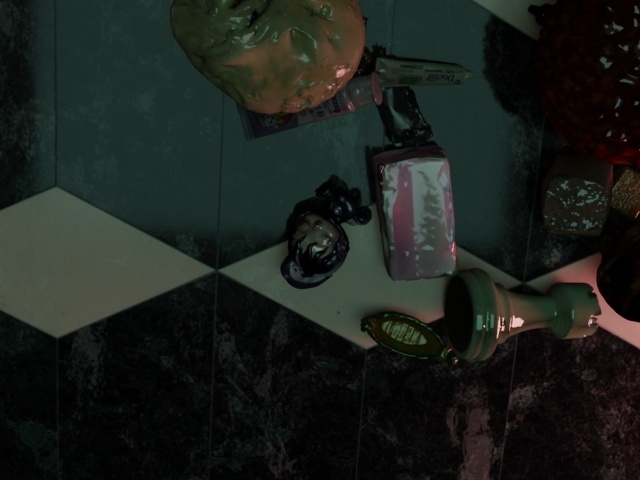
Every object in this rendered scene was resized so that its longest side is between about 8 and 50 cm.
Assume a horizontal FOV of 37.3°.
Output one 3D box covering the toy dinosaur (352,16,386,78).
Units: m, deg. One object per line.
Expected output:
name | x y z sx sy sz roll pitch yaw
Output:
toy dinosaur | 0.035 -0.373 1.909 0.179 0.087 0.187 -15 91 38

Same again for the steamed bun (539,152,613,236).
steamed bun | 0.529 -0.094 1.961 0.145 0.106 0.175 6 104 11

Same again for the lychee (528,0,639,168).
lychee | 0.591 -0.346 1.769 0.500 0.425 0.424 28 104 29

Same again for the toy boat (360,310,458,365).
toy boat | 0.187 0.208 2.034 0.230 0.088 0.088 21 102 -9

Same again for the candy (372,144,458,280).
candy | 0.197 -0.054 1.951 0.156 0.116 0.265 -9 105 -2

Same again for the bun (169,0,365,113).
bun | -0.093 -0.411 1.755 0.362 0.234 0.326 30 87 9

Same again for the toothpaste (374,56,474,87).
toothpaste | 0.208 -0.333 1.896 0.218 0.041 0.064 -2 120 -20

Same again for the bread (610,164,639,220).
bread | 0.654 -0.104 2.013 0.090 0.035 0.094 29 101 -11

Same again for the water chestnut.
water chestnut | 0.683 0.055 1.982 0.224 0.238 0.223 -18 132 -21

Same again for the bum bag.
bum bag | 0.155 -0.276 1.920 0.087 0.049 0.197 -25 96 7

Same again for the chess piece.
chess piece | 0.427 0.151 1.999 0.299 0.194 0.194 -1 105 -13

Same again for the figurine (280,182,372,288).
figurine | 0.000 0.000 1.957 0.145 0.145 0.222 40 88 -13

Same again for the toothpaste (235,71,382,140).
toothpaste | -0.029 -0.274 1.874 0.299 0.073 0.114 -8 110 20
